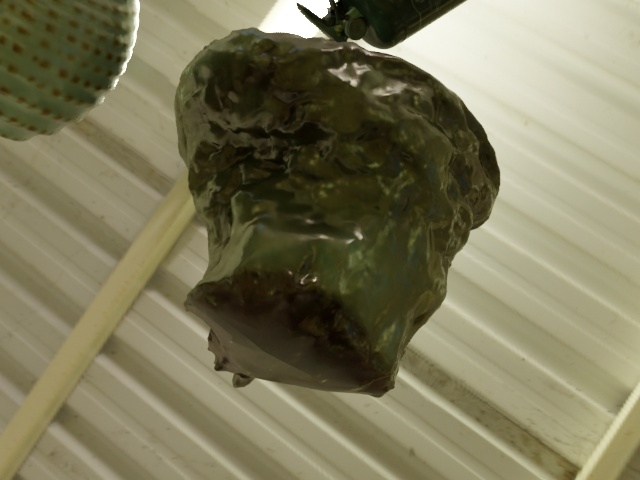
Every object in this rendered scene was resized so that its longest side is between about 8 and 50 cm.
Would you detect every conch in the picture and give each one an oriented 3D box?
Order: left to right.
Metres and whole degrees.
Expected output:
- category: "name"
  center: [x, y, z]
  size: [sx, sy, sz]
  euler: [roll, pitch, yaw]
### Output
- category: "conch"
  center: [-0.299, -0.256, 0.706]
  size: [0.303, 0.215, 0.319]
  euler: [36, -116, -24]

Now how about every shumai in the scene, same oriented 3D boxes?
- category: "shumai"
  center: [0.000, 0.000, 0.830]
  size: [0.324, 0.397, 0.323]
  euler: [-9, -123, 35]

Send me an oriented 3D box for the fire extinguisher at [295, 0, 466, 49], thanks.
- category: "fire extinguisher"
  center: [0.119, -0.309, 0.912]
  size: [0.311, 0.114, 0.095]
  euler: [-36, -147, -11]
